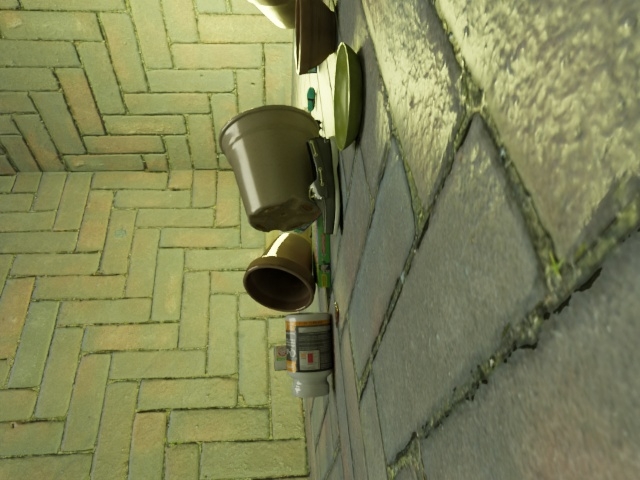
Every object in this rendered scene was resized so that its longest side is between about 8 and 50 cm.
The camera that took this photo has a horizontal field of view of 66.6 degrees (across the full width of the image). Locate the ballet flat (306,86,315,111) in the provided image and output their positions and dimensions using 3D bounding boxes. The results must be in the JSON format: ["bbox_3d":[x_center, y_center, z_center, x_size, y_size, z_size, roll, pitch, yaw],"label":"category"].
[{"bbox_3d":[-0.038,-0.594,2.029,0.114,0.041,0.041,96,170,-46],"label":"ballet flat"}]

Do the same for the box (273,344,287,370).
[{"bbox_3d":[-0.098,0.498,2.083,0.114,0.203,0.103,108,160,-72],"label":"box"}]

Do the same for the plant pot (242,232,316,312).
[{"bbox_3d":[-0.126,0.099,1.802,0.263,0.263,0.229,95,-170,-47],"label":"plant pot"}]

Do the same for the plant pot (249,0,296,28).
[{"bbox_3d":[-0.134,-0.934,1.771,0.280,0.323,0.323,51,-146,-73],"label":"plant pot"}]

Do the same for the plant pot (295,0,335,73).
[{"bbox_3d":[-0.016,-0.620,1.454,0.237,0.110,0.237,178,90,-83],"label":"plant pot"}]

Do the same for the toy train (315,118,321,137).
[{"bbox_3d":[-0.015,-0.380,1.853,0.027,0.036,0.158,-115,24,-75],"label":"toy train"}]

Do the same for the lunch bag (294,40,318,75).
[{"bbox_3d":[-0.056,-0.735,1.864,0.151,0.096,0.128,76,-173,-63],"label":"lunch bag"}]

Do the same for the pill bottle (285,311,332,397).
[{"bbox_3d":[-0.039,0.394,1.704,0.162,0.162,0.278,133,136,-82],"label":"pill bottle"}]

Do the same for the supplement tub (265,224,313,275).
[{"bbox_3d":[-0.130,0.037,2.155,0.228,0.228,0.316,97,170,-55],"label":"supplement tub"}]

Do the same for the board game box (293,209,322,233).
[{"bbox_3d":[-0.031,-0.131,1.646,0.201,0.035,0.136,-41,44,44],"label":"board game box"}]

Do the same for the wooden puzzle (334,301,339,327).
[{"bbox_3d":[0.051,0.230,1.529,0.049,0.006,0.083,-105,14,-65],"label":"wooden puzzle"}]

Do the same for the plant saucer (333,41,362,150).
[{"bbox_3d":[0.063,-0.327,1.122,0.241,0.037,0.240,179,90,-84],"label":"plant saucer"}]

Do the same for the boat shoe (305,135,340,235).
[{"bbox_3d":[0.008,-0.160,1.426,0.109,0.091,0.305,112,156,-76],"label":"boat shoe"}]

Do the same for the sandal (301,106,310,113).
[{"bbox_3d":[-0.147,-0.443,2.352,0.169,0.102,0.416,-123,49,-79],"label":"sandal"}]

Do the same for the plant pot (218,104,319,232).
[{"bbox_3d":[-0.140,-0.205,1.552,0.334,0.334,0.305,102,158,-65],"label":"plant pot"}]

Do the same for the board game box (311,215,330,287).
[{"bbox_3d":[0.000,0.000,1.778,0.213,0.046,0.317,-155,63,-84],"label":"board game box"}]
